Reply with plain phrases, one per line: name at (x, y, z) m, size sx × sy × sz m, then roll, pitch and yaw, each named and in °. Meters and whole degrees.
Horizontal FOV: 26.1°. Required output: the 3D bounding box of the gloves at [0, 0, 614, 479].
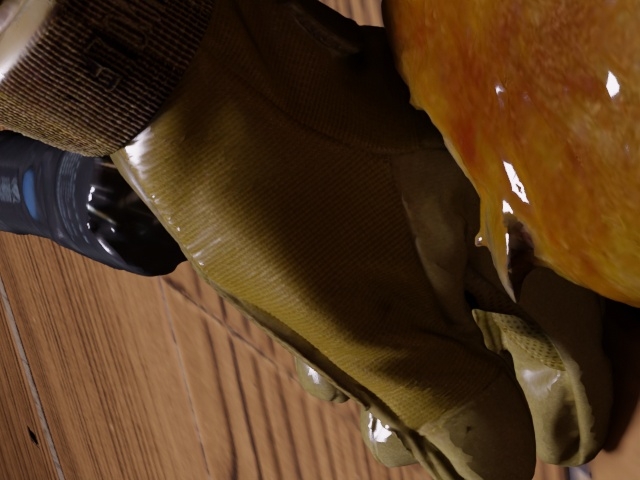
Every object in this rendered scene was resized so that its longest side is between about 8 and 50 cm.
gloves at (0.008, -0.014, 0.533) m, size 0.331 × 0.141 × 0.154 m, roll 39°, pitch 169°, yaw -26°

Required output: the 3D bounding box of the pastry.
pastry at (0.094, -0.083, 0.378) m, size 0.229 × 0.100 × 0.218 m, roll 20°, pitch 125°, yaw 65°

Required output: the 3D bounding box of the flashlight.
flashlight at (-0.185, -0.041, 0.999) m, size 0.424 × 0.103 × 0.103 m, roll 8°, pitch 119°, yaw 63°
